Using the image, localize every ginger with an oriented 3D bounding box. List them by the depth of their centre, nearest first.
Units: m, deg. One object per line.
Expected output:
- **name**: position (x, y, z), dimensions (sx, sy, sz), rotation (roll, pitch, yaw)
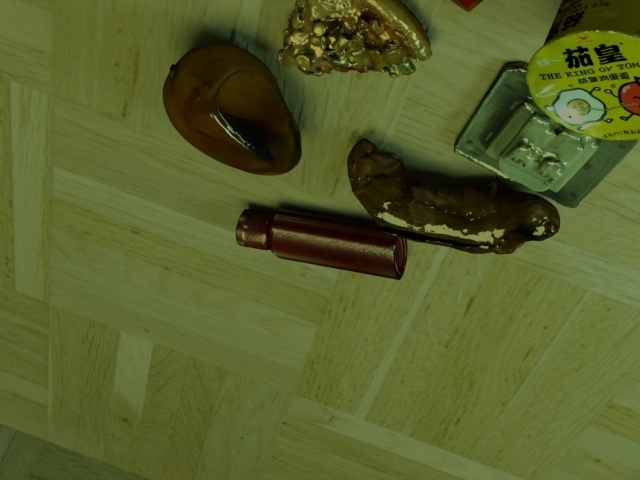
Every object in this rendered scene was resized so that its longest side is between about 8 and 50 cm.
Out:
- **ginger**: position (0.178, -0.048, 1.932), dimensions (0.309, 0.107, 0.133), rotation (17, 129, 8)

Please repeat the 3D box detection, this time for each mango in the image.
- **mango**: position (-0.115, -0.171, 1.889), dimensions (0.166, 0.136, 0.236), rotation (4, 151, 48)

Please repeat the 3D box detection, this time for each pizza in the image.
- **pizza**: position (0.024, -0.257, 1.744), dimensions (0.226, 0.069, 0.147), rotation (1, 145, 27)

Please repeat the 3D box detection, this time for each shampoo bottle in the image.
- **shampoo bottle**: position (0.000, 0.000, 2.133), dimensions (0.260, 0.064, 0.102), rotation (10, 150, 17)

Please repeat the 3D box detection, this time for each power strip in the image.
- **power strip**: position (0.287, -0.118, 1.803), dimensions (0.198, 0.064, 0.213), rotation (25, 148, -3)

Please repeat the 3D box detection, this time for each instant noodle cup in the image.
- **instant noodle cup**: position (0.333, -0.222, 1.553), dimensions (0.182, 0.144, 0.182), rotation (14, 147, 9)

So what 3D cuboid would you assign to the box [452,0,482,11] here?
- **box**: position (0.175, -0.391, 1.446), dimensions (0.197, 0.089, 0.313), rotation (30, 147, -16)
